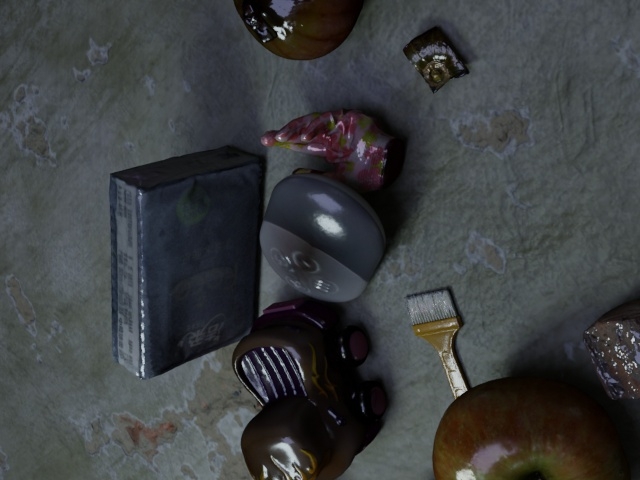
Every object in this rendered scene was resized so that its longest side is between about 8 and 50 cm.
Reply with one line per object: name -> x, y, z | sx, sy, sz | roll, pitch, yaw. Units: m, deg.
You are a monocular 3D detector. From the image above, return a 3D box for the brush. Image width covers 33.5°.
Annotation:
brush -> 0.231, 0.219, 1.882 | 0.103, 0.013, 0.272 | -15, 98, 42

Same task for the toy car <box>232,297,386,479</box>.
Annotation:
toy car -> -0.051, 0.298, 1.989 | 0.271, 0.240, 0.340 | -15, 101, 40

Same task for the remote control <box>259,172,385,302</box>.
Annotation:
remote control -> 0.000, 0.000, 1.871 | 0.221, 0.103, 0.332 | 30, 147, 5

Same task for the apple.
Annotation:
apple -> 0.339, 0.346, 1.709 | 0.309, 0.250, 0.277 | 24, 107, 6

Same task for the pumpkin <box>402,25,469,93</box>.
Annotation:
pumpkin -> 0.188, -0.289, 1.703 | 0.073, 0.035, 0.101 | -36, 80, 30

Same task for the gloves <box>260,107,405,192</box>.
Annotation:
gloves -> 0.018, -0.162, 1.835 | 0.241, 0.126, 0.145 | 23, 149, 26

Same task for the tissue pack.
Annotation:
tissue pack -> -0.256, 0.037, 2.019 | 0.124, 0.288, 0.394 | 27, 123, 40

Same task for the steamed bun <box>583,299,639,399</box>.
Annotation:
steamed bun -> 0.483, 0.164, 1.593 | 0.175, 0.106, 0.144 | -27, 90, 44

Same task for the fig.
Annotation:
fig -> -0.041, -0.413, 1.732 | 0.235, 0.214, 0.235 | -10, 76, 49
